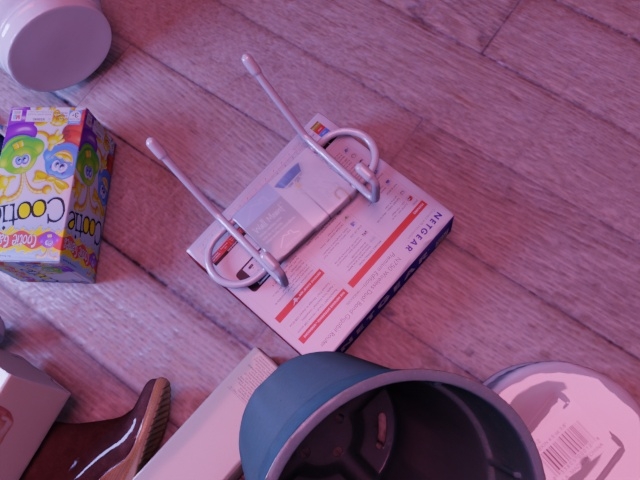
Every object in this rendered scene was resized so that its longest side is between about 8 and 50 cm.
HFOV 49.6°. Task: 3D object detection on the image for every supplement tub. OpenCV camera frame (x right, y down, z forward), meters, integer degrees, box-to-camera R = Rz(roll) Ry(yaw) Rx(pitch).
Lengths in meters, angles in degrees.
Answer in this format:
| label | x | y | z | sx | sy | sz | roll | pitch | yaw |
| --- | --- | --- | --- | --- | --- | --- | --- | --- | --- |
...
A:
| label | x | y | z | sx | sy | sz | roll | pitch | yaw |
| --- | --- | --- | --- | --- | --- | --- | --- | --- | --- |
| supplement tub | -0.560 | -0.461 | 1.293 | 0.235 | 0.235 | 0.325 | -37 | 72 | -6 |

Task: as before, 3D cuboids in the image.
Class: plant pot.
| label | x | y | z | sx | sy | sz | roll | pitch | yaw |
| --- | --- | --- | --- | --- | --- | --- | --- | --- | --- |
| plant pot | 0.048 | 0.297 | 0.887 | 0.341 | 0.334 | 0.341 | -1 | 92 | -16 |

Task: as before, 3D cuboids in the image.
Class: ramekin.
| label | x | y | z | sx | sy | sz | roll | pitch | yaw |
| --- | --- | --- | --- | --- | --- | --- | --- | --- | --- |
| ramekin | 0.338 | 0.305 | 0.996 | 0.277 | 0.135 | 0.277 | -2 | 72 | 5 |

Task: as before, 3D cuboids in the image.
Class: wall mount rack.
| label | x | y | z | sx | sy | sz | roll | pitch | yaw |
| --- | --- | --- | --- | --- | --- | --- | --- | --- | --- |
| wall mount rack | -0.084 | -0.106 | 1.092 | 0.350 | 0.130 | 0.304 | -43 | 73 | -9 |

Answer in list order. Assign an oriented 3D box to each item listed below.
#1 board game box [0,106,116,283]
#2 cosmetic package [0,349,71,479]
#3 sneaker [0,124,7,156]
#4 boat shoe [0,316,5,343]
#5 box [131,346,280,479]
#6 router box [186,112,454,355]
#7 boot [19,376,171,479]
| label | x | y | z | sx | sy | sz | roll | pitch | yaw |
| --- | --- | --- | --- | --- | --- | --- | --- | --- | --- |
| board game box | -0.464 | -0.076 | 1.203 | 0.142 | 0.144 | 0.275 | 2 | 73 | 6 |
| cosmetic package | -0.541 | 0.318 | 1.050 | 0.153 | 0.129 | 0.296 | 21 | 76 | 33 |
| sneaker | -0.620 | -0.104 | 1.261 | 0.085 | 0.086 | 0.237 | 9 | 74 | 7 |
| boat shoe | -0.710 | 0.144 | 1.176 | 0.367 | 0.136 | 0.156 | -17 | 63 | 9 |
| box | -0.147 | 0.305 | 1.070 | 0.113 | 0.094 | 0.275 | 42 | 81 | 16 |
| router box | 0.000 | 0.000 | 1.161 | 0.301 | 0.082 | 0.335 | 40 | 80 | 16 |
| boot | -0.365 | 0.310 | 1.092 | 0.207 | 0.090 | 0.248 | 17 | 78 | 9 |
